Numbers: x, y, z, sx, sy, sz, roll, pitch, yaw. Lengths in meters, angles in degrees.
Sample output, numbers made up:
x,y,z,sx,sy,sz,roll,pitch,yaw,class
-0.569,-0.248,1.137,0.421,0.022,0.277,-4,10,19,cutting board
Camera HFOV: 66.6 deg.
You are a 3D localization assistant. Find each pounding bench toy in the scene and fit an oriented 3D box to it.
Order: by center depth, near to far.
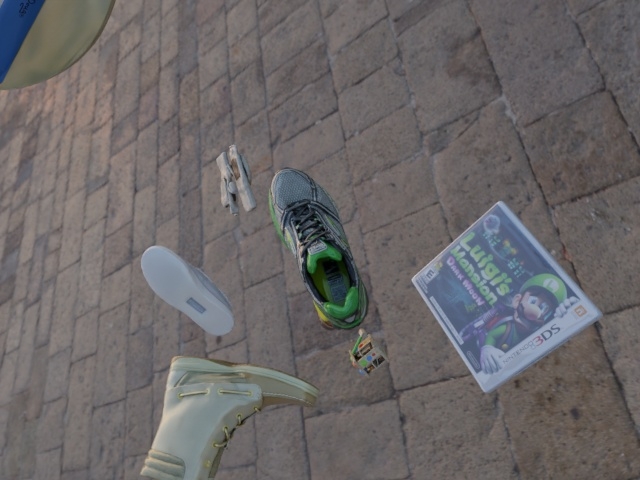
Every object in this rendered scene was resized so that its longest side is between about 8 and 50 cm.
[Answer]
x,y,z,sx,sy,sz,roll,pitch,yaw,class
0.088,0.230,1.008,0.065,0.083,0.052,-40,15,3,pounding bench toy

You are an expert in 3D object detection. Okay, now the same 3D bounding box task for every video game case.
x,y,z,sx,sy,sz,roll,pitch,yaw,class
0.230,0.072,0.643,0.173,0.022,0.190,-46,53,25,video game case

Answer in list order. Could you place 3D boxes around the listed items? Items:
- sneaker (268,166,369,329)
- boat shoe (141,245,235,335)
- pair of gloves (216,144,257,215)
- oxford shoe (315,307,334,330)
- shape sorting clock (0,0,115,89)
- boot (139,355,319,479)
x,y,z,sx,sy,sz,roll,pitch,yaw,class
0.000,0.000,0.933,0.134,0.146,0.343,-27,74,-4,sneaker
-0.202,0.072,0.768,0.066,0.184,0.063,-43,23,10,boat shoe
-0.268,-0.177,1.486,0.240,0.042,0.204,-3,98,62,pair of gloves
0.012,0.103,1.171,0.076,0.076,0.212,-52,54,48,oxford shoe
-0.212,-0.191,0.276,0.206,0.206,0.040,-39,14,22,shape sorting clock
-0.143,0.304,0.784,0.262,0.095,0.203,7,61,7,boot
